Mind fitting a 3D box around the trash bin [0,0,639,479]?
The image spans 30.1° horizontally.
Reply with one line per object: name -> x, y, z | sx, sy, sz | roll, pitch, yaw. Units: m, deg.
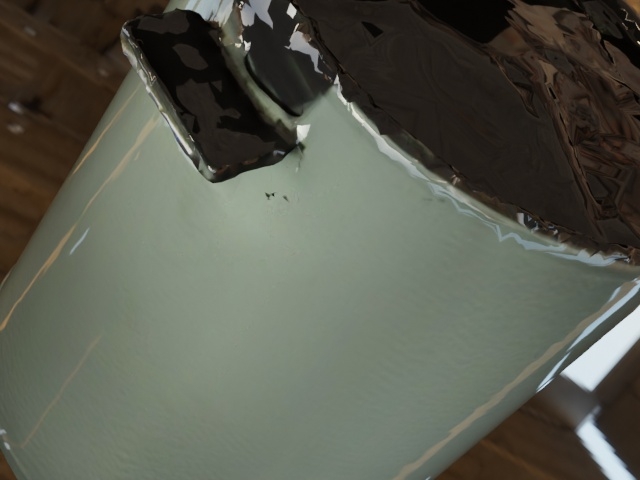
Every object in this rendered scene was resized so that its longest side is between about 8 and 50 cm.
trash bin -> 0.000, 0.000, 0.509 | 0.277, 0.262, 0.217 | -7, -123, -45
